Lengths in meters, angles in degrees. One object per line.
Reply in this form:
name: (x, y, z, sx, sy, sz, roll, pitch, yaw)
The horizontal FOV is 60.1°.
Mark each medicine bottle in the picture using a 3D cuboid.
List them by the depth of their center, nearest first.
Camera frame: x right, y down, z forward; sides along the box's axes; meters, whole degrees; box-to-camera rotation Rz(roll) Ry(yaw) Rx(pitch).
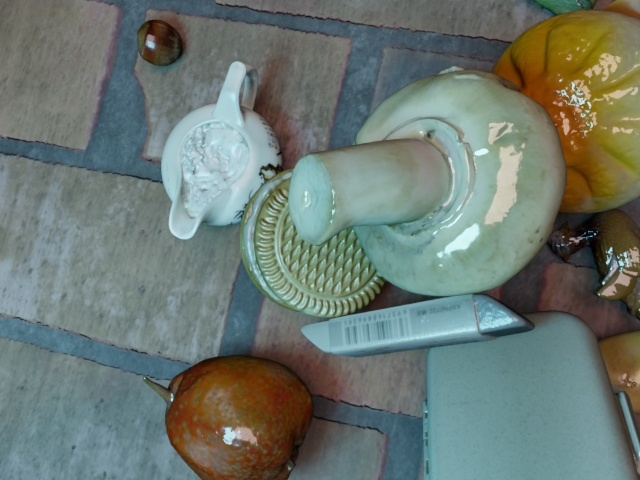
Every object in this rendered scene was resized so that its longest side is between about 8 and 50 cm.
medicine bottle: (0.270, 0.268, 0.736, 0.282, 0.123, 0.375, -13, 39, 20)

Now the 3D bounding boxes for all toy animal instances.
toy animal: (0.459, 0.044, 0.870, 0.179, 0.089, 0.189, -6, 83, 24)

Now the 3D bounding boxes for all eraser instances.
eraser: (0.132, 0.132, 0.826, 0.351, 0.089, 0.061, -15, 68, 30)

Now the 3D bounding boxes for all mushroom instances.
mushroom: (0.145, -0.056, 0.757, 0.356, 0.315, 0.315, -37, 80, -8)

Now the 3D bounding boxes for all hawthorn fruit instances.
hawthorn fruit: (-0.147, 0.266, 0.854, 0.262, 0.210, 0.211, 23, 87, 7)

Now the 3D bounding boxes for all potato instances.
potato: (0.480, 0.197, 0.832, 0.178, 0.109, 0.119, -16, 104, 10)

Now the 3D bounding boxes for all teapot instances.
teapot: (-0.167, -0.150, 0.936, 0.208, 0.166, 0.300, 16, 96, 21)

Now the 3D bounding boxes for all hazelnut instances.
hazelnut: (-0.295, -0.363, 1.014, 0.085, 0.086, 0.086, -1, 83, 7)

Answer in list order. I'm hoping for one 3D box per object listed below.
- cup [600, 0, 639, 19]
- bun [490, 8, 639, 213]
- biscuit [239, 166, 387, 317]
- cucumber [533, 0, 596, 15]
cup: (0.550, -0.273, 0.862, 0.226, 0.182, 0.264, -15, 89, -26)
bun: (0.363, -0.175, 0.803, 0.298, 0.164, 0.299, 14, 112, 38)
biscuit: (0.000, 0.000, 0.893, 0.258, 0.079, 0.260, 2, 85, -20)
cucumber: (0.457, -0.532, 0.924, 0.145, 0.105, 0.326, 28, 88, 36)
